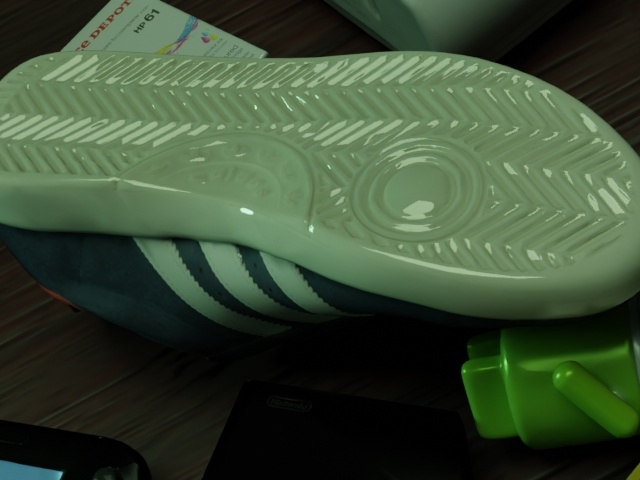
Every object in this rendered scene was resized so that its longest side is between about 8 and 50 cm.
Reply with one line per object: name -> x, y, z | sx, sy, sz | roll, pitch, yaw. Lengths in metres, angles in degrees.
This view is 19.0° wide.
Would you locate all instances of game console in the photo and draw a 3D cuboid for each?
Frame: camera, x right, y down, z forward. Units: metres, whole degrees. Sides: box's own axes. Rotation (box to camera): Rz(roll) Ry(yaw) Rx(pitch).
game console -> -0.111, 0.156, 0.891 | 0.361, 0.044, 0.213 | 6, 56, 27

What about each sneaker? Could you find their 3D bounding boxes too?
sneaker -> 0.000, 0.000, 0.900 | 0.350, 0.148, 0.131 | 11, 52, 29

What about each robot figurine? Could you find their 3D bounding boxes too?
robot figurine -> 0.124, 0.057, 0.856 | 0.115, 0.067, 0.101 | -11, 20, 16

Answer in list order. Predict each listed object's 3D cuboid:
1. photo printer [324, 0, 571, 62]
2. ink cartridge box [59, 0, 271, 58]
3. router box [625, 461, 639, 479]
photo printer -> 0.104, -0.252, 1.084 | 0.307, 0.107, 0.256 | -40, 50, -12
ink cartridge box -> -0.091, -0.080, 1.064 | 0.122, 0.052, 0.088 | 28, 68, 38
router box -> 0.214, 0.204, 0.692 | 0.309, 0.081, 0.243 | 28, 68, 37
